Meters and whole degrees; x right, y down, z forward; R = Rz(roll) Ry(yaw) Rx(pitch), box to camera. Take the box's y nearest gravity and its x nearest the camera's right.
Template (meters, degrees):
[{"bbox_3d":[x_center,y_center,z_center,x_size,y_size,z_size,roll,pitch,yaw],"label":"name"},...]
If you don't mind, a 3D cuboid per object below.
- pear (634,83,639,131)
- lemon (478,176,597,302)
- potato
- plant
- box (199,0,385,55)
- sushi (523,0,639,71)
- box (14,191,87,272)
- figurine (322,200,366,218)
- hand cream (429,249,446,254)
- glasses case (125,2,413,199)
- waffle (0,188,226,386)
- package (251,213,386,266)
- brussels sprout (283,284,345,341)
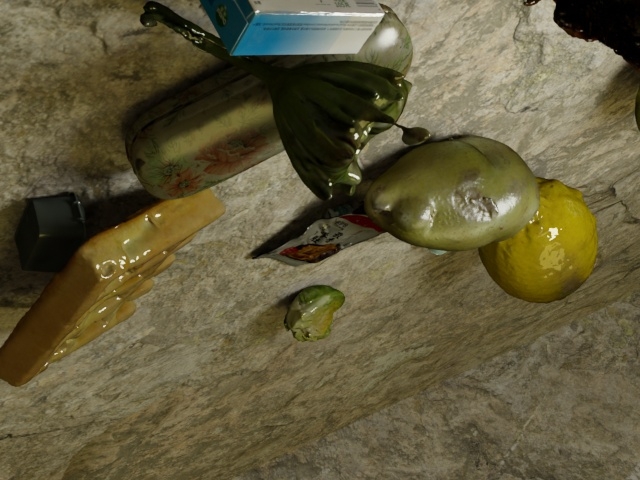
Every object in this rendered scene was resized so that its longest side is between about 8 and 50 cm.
[{"bbox_3d":[0.759,-0.293,1.933,0.294,0.294,0.294,-25,157,-11],"label":"pear"},{"bbox_3d":[0.473,-0.008,2.193,0.285,0.285,0.316,-33,114,9],"label":"lemon"},{"bbox_3d":[0.238,-0.079,1.828,0.351,0.218,0.202,-12,153,-31],"label":"potato"},{"bbox_3d":[-0.029,-0.213,1.235,0.180,0.333,0.251,-43,-175,9],"label":"plant"},{"bbox_3d":[-0.042,-0.288,1.155,0.194,0.139,0.073,-9,150,-39],"label":"box"},{"bbox_3d":[0.432,-0.347,1.388,0.196,0.343,0.182,-17,134,-30],"label":"sushi"},{"bbox_3d":[-0.386,-0.009,1.418,0.069,0.084,0.122,0,144,-33],"label":"box"},{"bbox_3d":[0.059,-0.053,1.895,0.106,0.047,0.060,-8,129,-24],"label":"figurine"},{"bbox_3d":[0.275,-0.077,2.095,0.085,0.058,0.331,-7,148,-10],"label":"hand cream"},{"bbox_3d":[-0.067,-0.191,1.380,0.425,0.098,0.156,-28,150,-5],"label":"glasses case"},{"bbox_3d":[-0.327,0.068,1.505,0.348,0.077,0.304,-45,176,36],"label":"waffle"},{"bbox_3d":[0.000,0.000,1.888,0.239,0.030,0.154,-25,158,29],"label":"package"},{"bbox_3d":[-0.015,0.152,2.173,0.139,0.100,0.181,-50,150,20],"label":"brussels sprout"}]
